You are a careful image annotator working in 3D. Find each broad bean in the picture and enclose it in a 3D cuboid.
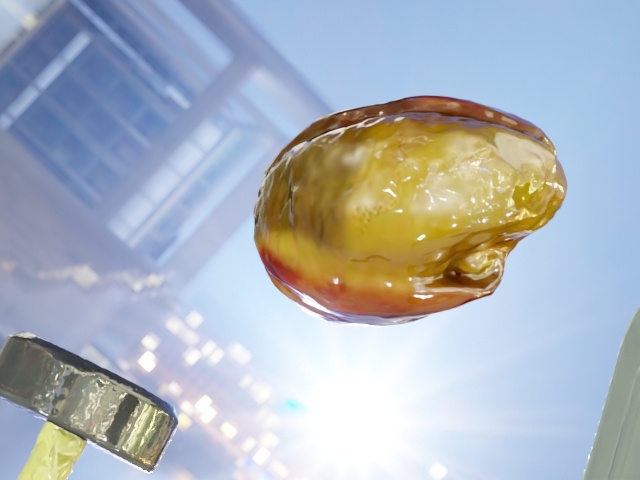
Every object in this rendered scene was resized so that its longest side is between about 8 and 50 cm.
[{"bbox_3d":[0.048,-0.013,1.027,0.156,0.122,0.228,10,-11,-29],"label":"broad bean"}]

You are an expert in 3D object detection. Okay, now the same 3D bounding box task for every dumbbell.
[{"bbox_3d":[-0.304,0.276,1.864,0.204,0.322,0.204,26,-10,5],"label":"dumbbell"}]

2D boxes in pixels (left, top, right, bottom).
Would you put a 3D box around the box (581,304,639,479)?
[{"bbox_3d":[0.350,0.222,1.421,0.111,0.396,0.396,26,-17,-27],"label":"box"}]
